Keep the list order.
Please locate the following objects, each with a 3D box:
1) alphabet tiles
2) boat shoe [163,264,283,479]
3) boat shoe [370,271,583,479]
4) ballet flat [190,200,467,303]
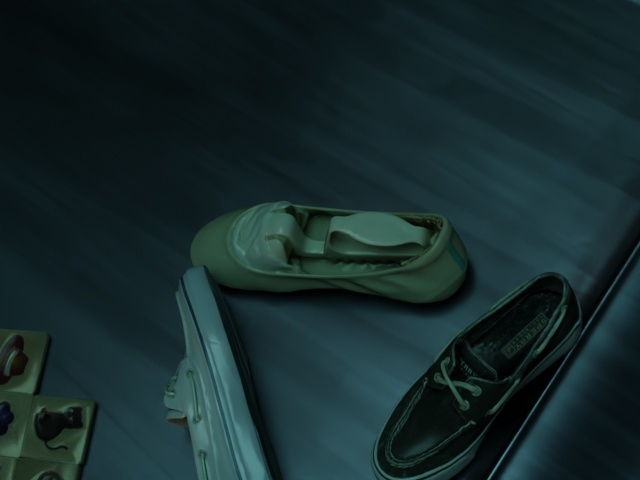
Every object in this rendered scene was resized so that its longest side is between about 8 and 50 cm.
[{"bbox_3d":[-0.369,0.206,1.558,0.342,0.011,0.285,3,68,16],"label":"alphabet tiles"},{"bbox_3d":[-0.094,0.129,1.477,0.075,0.083,0.226,-20,64,4],"label":"boat shoe"},{"bbox_3d":[0.119,0.109,1.438,0.219,0.070,0.078,-46,64,-7],"label":"boat shoe"},{"bbox_3d":[0.000,0.000,1.511,0.248,0.086,0.086,3,68,16],"label":"ballet flat"}]
